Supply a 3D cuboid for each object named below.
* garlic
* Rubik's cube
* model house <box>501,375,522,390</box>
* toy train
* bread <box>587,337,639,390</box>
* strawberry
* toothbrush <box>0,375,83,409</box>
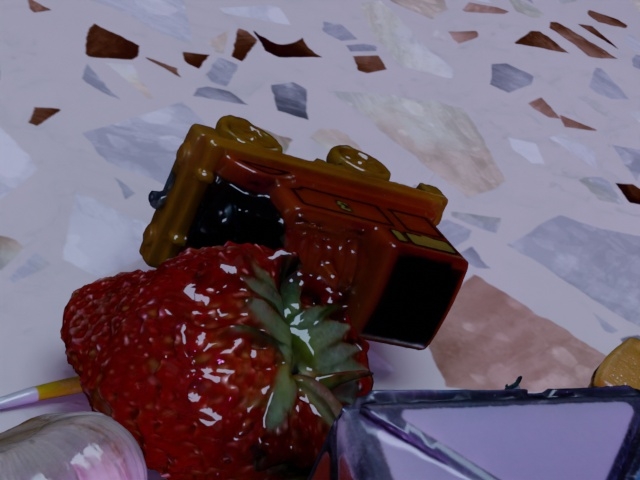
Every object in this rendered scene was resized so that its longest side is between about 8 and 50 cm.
[{"bbox_3d":[-0.224,0.253,1.173,0.218,0.218,0.212,-25,94,-47],"label":"garlic"},{"bbox_3d":[0.147,0.315,1.138,0.310,0.307,0.305,3,39,-24],"label":"Rubik's cube"},{"bbox_3d":[0.175,0.230,1.465,0.149,0.119,0.148,61,22,12],"label":"model house"},{"bbox_3d":[0.000,0.000,1.562,0.369,0.163,0.231,13,20,-32],"label":"toy train"},{"bbox_3d":[0.391,0.197,1.634,0.200,0.077,0.116,32,34,12],"label":"bread"},{"bbox_3d":[-0.099,0.125,1.365,0.261,0.257,0.261,32,47,-42],"label":"strawberry"},{"bbox_3d":[-0.252,0.140,1.407,0.288,0.024,0.021,-9,48,-37],"label":"toothbrush"}]
